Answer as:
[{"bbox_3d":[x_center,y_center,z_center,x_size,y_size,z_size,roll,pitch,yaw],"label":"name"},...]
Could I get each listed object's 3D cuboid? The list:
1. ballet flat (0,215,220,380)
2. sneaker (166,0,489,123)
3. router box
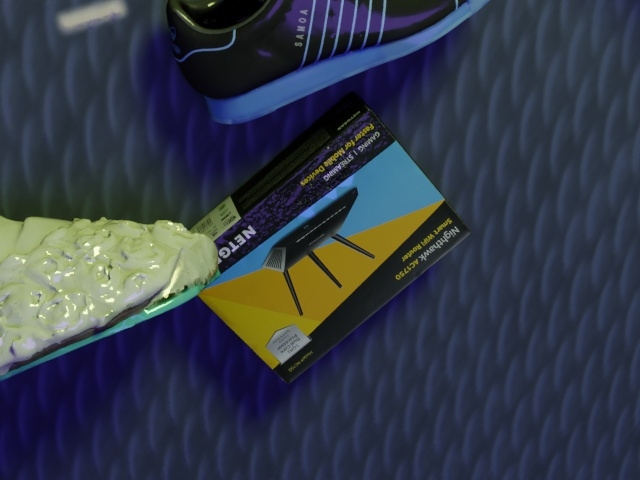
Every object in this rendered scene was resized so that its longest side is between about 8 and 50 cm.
[{"bbox_3d":[-0.271,0.060,0.849,0.408,0.147,0.147,-26,119,2],"label":"ballet flat"},{"bbox_3d":[0.012,-0.163,0.852,0.232,0.081,0.090,-27,126,0],"label":"sneaker"},{"bbox_3d":[0.000,0.000,0.947,0.179,0.046,0.133,-40,119,5],"label":"router box"}]
